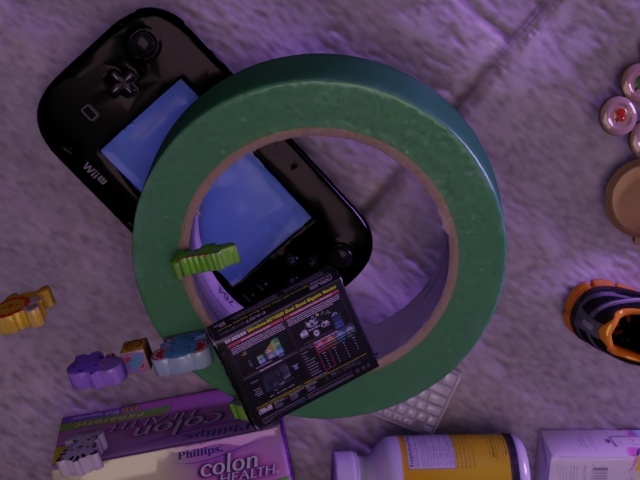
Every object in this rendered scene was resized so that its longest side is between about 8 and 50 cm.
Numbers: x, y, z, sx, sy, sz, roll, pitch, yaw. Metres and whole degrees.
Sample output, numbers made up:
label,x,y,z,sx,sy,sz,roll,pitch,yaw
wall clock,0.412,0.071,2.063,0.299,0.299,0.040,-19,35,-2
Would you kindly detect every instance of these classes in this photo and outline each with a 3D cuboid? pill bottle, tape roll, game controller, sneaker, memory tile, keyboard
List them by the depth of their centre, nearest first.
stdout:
label,x,y,z,sx,sy,sz,roll,pitch,yaw
tape roll,0.000,0.000,1.292,0.321,0.077,0.321,1,114,3
game controller,-0.102,-0.054,1.340,0.166,0.067,0.319,-43,105,3
memory tile,0.336,-0.114,1.373,0.148,0.012,0.113,35,86,-14
sneaker,0.342,0.092,1.417,0.215,0.083,0.084,5,105,-8
pill bottle,0.105,0.239,1.432,0.184,0.103,0.103,-1,107,-4
keyboard,0.009,0.114,1.432,0.256,0.014,0.072,23,104,-11

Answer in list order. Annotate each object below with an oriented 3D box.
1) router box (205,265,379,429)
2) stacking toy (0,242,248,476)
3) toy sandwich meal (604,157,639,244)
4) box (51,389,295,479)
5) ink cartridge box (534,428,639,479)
label,x,y,z,sx,sy,sz,roll,pitch,yaw
router box,-0.024,0.090,1.250,0.122,0.038,0.092,-27,112,-8
stacking toy,-0.154,0.105,1.276,0.221,0.052,0.167,-14,113,9
toy sandwich meal,0.306,-0.040,1.402,0.086,0.029,0.085,-1,104,-4
box,-0.124,0.280,1.419,0.214,0.117,0.243,-11,109,-1
ink cartridge box,0.315,0.252,1.472,0.198,0.067,0.115,2,107,-3
